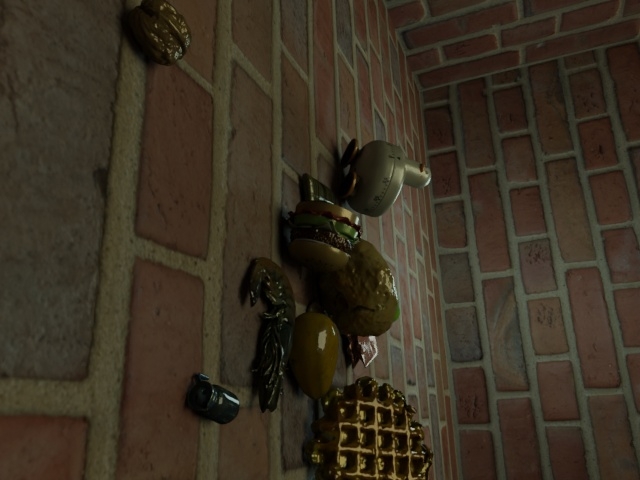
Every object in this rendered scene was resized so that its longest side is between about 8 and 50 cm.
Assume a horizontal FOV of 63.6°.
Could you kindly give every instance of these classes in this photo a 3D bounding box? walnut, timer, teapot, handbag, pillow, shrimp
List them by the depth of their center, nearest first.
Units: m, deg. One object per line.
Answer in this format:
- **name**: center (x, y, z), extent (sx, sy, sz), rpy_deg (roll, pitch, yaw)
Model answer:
- **walnut**: center (-0.232, -0.304, 0.756), extent (0.079, 0.082, 0.096), rpy_deg (-58, 145, -18)
- **teapot**: center (-0.157, 0.235, 0.773), extent (0.083, 0.049, 0.064), rpy_deg (55, 33, -49)
- **shrimp**: center (-0.099, 0.159, 0.959), extent (0.169, 0.058, 0.296), rpy_deg (55, 28, -40)
- **pillow**: center (0.004, -0.099, 1.345), extent (0.203, 0.038, 0.113), rpy_deg (17, 66, -68)
- **handbag**: center (0.102, 0.236, 1.444), extent (0.157, 0.059, 0.213), rpy_deg (-15, 95, -70)
- **timer**: center (0.187, -0.182, 1.563), extent (0.240, 0.233, 0.234), rpy_deg (17, 56, -18)

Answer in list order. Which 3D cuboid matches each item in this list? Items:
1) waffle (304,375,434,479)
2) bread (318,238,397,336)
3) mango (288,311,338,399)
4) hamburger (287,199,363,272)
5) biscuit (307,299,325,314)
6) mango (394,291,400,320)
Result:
- **waffle**: center (0.119, 0.460, 1.153), extent (0.302, 0.068, 0.325), rpy_deg (-36, 93, -38)
- **bread**: center (0.078, 0.119, 1.244), extent (0.134, 0.244, 0.245), rpy_deg (-18, 101, -27)
- **mango**: center (-0.016, 0.243, 1.082), extent (0.137, 0.098, 0.195), rpy_deg (-35, 127, -67)
- **hamburger**: center (0.003, 0.000, 1.136), extent (0.175, 0.175, 0.137), rpy_deg (40, 59, -61)
- **biscuit**: center (-0.007, 0.202, 1.229), extent (0.120, 0.015, 0.120), rpy_deg (-8, 90, -70)
- **mango**: center (0.197, 0.189, 1.639), extent (0.233, 0.111, 0.126), rpy_deg (46, 48, -56)
